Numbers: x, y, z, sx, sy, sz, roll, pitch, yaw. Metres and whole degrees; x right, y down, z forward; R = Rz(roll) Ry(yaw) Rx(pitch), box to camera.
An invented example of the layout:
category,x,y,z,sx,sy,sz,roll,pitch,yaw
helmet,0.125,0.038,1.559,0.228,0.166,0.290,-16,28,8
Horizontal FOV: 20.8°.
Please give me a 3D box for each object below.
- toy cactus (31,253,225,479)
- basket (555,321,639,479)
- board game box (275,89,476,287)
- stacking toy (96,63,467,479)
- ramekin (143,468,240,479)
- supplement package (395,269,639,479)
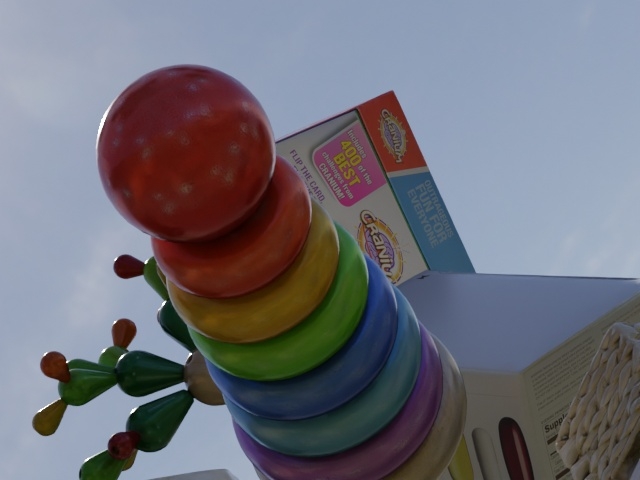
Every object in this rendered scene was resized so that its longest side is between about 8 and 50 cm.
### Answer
category,x,y,z,sx,sy,sz,roll,pitch,yaw
toy cactus,-0.121,0.093,1.351,0.219,0.181,0.112,-72,-25,-45
basket,0.242,0.118,1.062,0.167,0.103,0.113,5,-59,-30
board game box,0.000,0.000,1.875,0.316,0.242,0.064,-19,8,45
stacking toy,-0.025,0.028,0.954,0.141,0.141,0.330,-42,-38,-9
ramekin,-0.150,0.267,1.517,0.207,0.109,0.207,-10,-10,-2
supplement package,0.141,0.128,1.482,0.262,0.145,0.204,0,20,45
